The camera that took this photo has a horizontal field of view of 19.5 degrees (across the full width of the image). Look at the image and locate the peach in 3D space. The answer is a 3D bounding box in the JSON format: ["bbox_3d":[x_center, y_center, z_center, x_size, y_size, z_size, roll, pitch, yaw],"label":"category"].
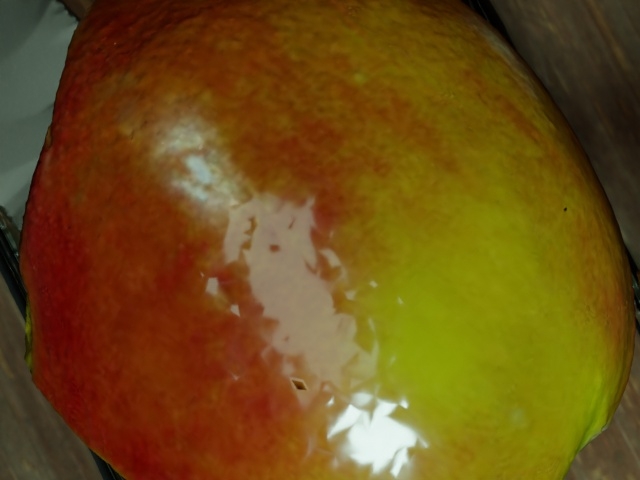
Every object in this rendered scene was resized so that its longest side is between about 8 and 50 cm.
[{"bbox_3d":[0.000,0.000,1.036,0.380,0.242,0.306,39,96,6],"label":"peach"}]

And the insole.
[{"bbox_3d":[-0.210,-0.128,1.178,0.111,0.007,0.328,-33,85,2],"label":"insole"}]

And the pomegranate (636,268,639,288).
[{"bbox_3d":[0.364,0.052,0.940,0.410,0.410,0.410,0,87,6],"label":"pomegranate"}]
